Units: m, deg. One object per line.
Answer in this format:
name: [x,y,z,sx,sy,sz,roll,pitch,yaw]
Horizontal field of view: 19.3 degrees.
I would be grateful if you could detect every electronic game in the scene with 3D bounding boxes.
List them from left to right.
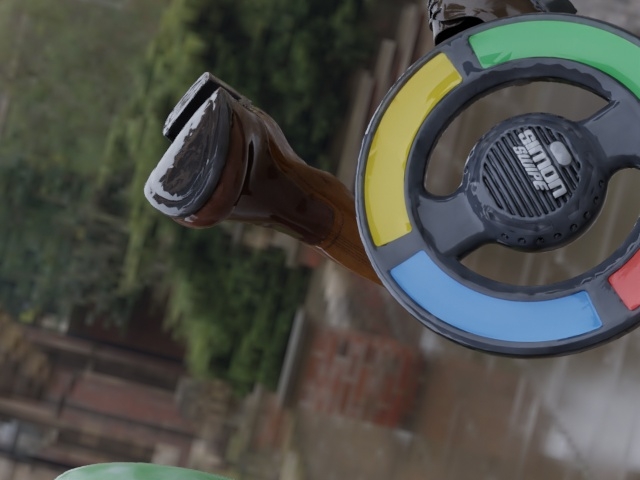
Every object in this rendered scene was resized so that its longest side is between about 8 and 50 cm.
electronic game: [0.134,-0.037,1.171,0.048,0.229,0.229,56,-135,-66]

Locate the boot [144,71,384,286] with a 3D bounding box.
boot: [0.000,0.000,1.449,0.096,0.280,0.264,-51,12,5]

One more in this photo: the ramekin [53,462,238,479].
ramekin: [-0.104,0.317,1.562,0.303,0.303,0.148,107,178,-61]

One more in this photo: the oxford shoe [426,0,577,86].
oxford shoe: [0.116,-0.214,1.580,0.096,0.227,0.083,-38,-30,-10]
